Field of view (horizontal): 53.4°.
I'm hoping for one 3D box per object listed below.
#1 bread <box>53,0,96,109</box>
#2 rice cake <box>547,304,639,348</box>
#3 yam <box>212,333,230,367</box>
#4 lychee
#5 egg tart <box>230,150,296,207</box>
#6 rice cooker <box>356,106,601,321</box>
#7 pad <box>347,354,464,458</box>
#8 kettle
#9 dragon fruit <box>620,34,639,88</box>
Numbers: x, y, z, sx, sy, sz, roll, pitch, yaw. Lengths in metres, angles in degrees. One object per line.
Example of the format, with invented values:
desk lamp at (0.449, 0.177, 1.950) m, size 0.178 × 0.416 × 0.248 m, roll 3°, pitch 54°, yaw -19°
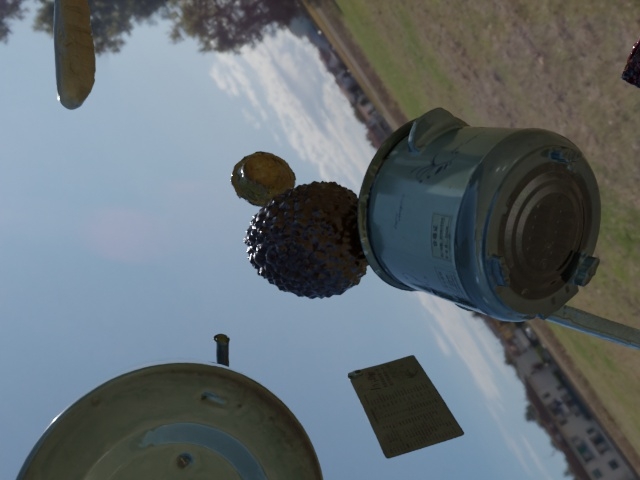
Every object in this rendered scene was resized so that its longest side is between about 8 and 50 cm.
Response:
bread at (-0.385, -0.309, 1.008) m, size 0.073 × 0.053 × 0.214 m, roll 60°, pitch -157°, yaw -78°
rice cake at (0.366, 0.113, 0.878) m, size 0.170 × 0.029 × 0.033 m, roll 20°, pitch 166°, yaw 2°
yam at (-0.192, 0.236, 1.226) m, size 0.027 × 0.033 × 0.130 m, roll -82°, pitch -1°, yaw -58°
lychee at (0.000, 0.000, 0.987) m, size 0.200 × 0.238 × 0.200 m, roll -7°, pitch -90°, yaw -85°
egg tart at (-0.109, -0.125, 1.224) m, size 0.129 × 0.128 × 0.049 m, roll 59°, pitch 161°, yaw 22°
rice cooker at (0.203, -0.034, 0.869) m, size 0.316 × 0.264 × 0.317 m, roll 43°, pitch 155°, yaw 27°
pad at (0.164, 0.325, 1.293) m, size 0.265 × 0.159 × 0.009 m, roll -120°, pitch 18°, yaw -61°
kettle at (-0.188, 0.253, 0.631) m, size 0.247 × 0.319 × 0.342 m, roll 61°, pitch 162°, yaw -3°
dragon fruit at (0.641, -0.343, 1.191) m, size 0.127 × 0.121 × 0.161 m, roll 31°, pitch -146°, yaw 8°
